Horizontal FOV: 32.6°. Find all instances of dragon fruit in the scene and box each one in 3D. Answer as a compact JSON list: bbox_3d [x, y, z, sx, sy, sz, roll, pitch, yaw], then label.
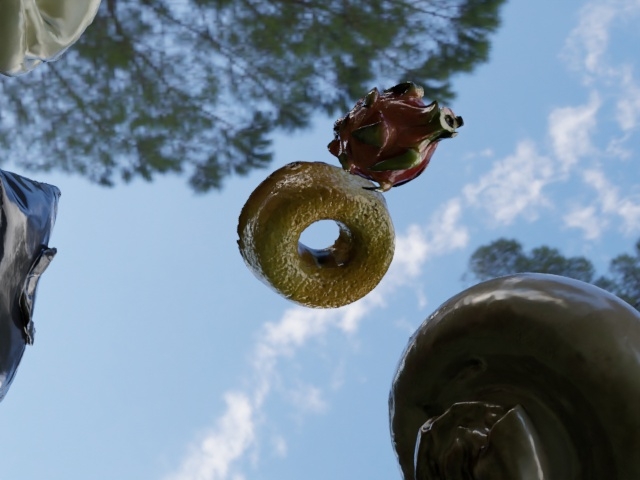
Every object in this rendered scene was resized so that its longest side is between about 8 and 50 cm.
[{"bbox_3d":[0.063,-0.089,0.909,0.116,0.081,0.086,-25,-136,34],"label":"dragon fruit"}]

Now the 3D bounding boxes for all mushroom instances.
[{"bbox_3d":[0.214,0.217,1.136,0.362,0.294,0.362,10,-76,42],"label":"mushroom"}]

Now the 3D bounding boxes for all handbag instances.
[{"bbox_3d":[-0.339,0.045,1.129,0.088,0.211,0.254,12,-99,9],"label":"handbag"}]

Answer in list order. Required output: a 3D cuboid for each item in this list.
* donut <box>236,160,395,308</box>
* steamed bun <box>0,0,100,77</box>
[{"bbox_3d":[0.000,0.000,1.022,0.058,0.152,0.152,-126,-136,-61],"label":"donut"},{"bbox_3d":[-0.288,-0.299,0.784,0.346,0.394,0.237,38,-60,-5],"label":"steamed bun"}]
